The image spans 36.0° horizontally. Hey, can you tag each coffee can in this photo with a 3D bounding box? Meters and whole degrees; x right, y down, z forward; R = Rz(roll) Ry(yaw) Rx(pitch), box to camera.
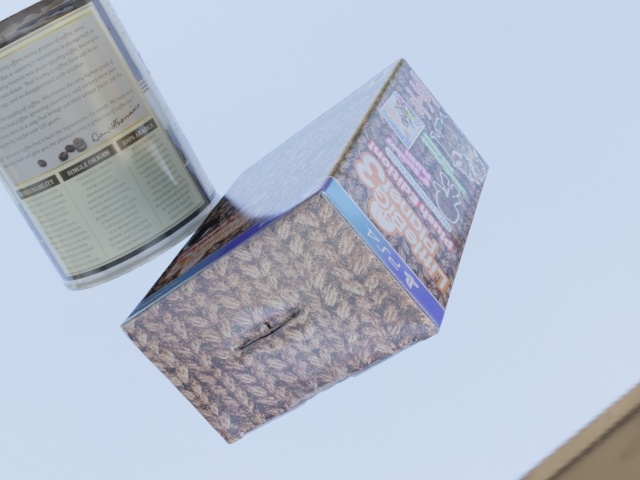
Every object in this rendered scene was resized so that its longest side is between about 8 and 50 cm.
[{"bbox_3d":[-0.258,-0.114,1.059,0.201,0.275,0.201,-25,-163,8],"label":"coffee can"}]

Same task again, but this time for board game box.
[{"bbox_3d":[0.000,0.000,0.877,0.232,0.141,0.291,-33,-165,30],"label":"board game box"}]
